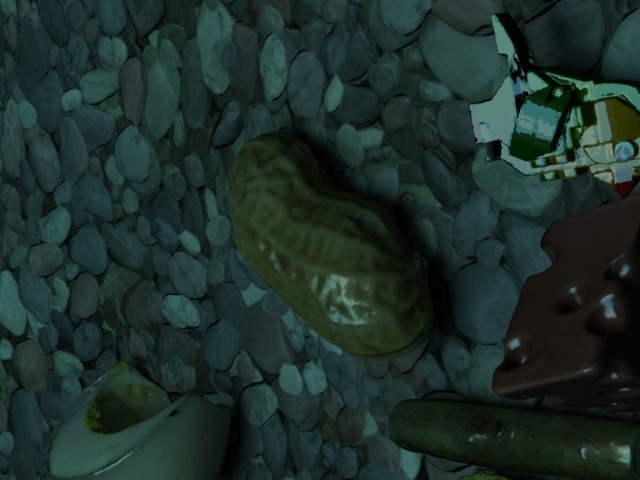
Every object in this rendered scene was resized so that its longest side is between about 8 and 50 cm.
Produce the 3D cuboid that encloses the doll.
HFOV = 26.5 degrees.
[{"bbox_3d":[0.227,-0.116,1.239,0.186,0.106,0.134,23,108,21],"label":"doll"}]

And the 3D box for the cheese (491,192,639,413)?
[{"bbox_3d":[0.253,0.055,1.221,0.128,0.202,0.177,-22,64,47],"label":"cheese"}]

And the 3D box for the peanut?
[{"bbox_3d":[0.000,0.000,1.472,0.153,0.140,0.325,-49,59,19],"label":"peanut"}]

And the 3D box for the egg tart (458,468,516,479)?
[{"bbox_3d":[0.197,0.375,1.394,0.279,0.095,0.279,14,110,42],"label":"egg tart"}]

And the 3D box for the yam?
[{"bbox_3d":[0.199,0.199,1.367,0.317,0.067,0.071,-1,120,46],"label":"yam"}]

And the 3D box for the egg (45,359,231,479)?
[{"bbox_3d":[-0.223,0.282,1.729,0.271,0.206,0.162,-5,129,54],"label":"egg"}]
